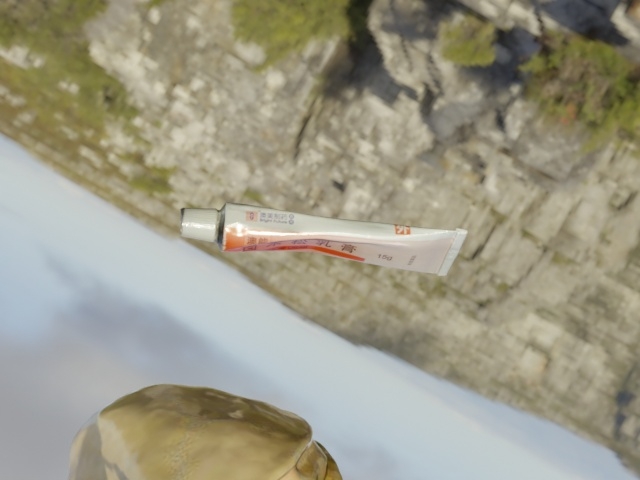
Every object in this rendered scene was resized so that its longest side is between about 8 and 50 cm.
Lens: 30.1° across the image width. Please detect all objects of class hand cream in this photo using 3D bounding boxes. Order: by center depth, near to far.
[{"bbox_3d":[0.000,-0.001,0.907,0.216,0.038,0.052,7,174,-8],"label":"hand cream"}]

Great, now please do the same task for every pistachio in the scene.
[{"bbox_3d":[-0.100,0.229,0.979,0.229,0.238,0.321,54,168,-12],"label":"pistachio"}]
